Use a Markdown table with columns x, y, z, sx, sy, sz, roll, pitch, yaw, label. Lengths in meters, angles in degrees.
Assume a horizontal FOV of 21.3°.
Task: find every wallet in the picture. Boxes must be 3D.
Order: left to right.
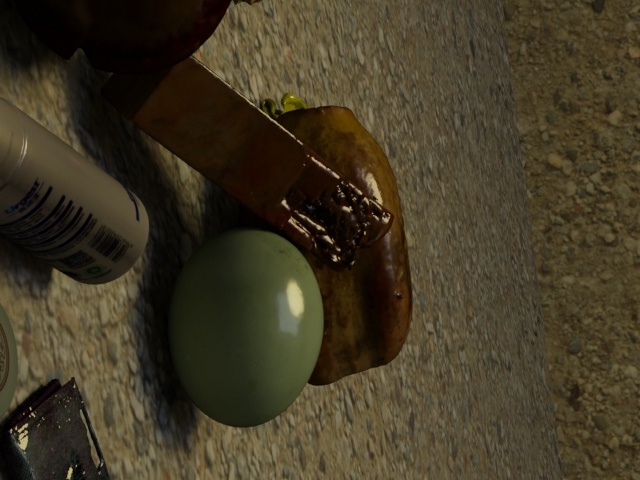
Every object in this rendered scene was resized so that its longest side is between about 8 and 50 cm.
| x | y | z | sx | sy | sz | roll | pitch | yaw | label |
| --- | --- | --- | --- | --- | --- | --- | --- | --- | --- |
| -0.207 | 0.204 | 1.360 | 0.111 | 0.030 | 0.166 | -42 | 120 | -63 | wallet |

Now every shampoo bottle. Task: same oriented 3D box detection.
| x | y | z | sx | sy | sz | roll | pitch | yaw | label |
| --- | --- | --- | --- | --- | --- | --- | --- | --- | --- |
| -0.238 | -0.051 | 1.302 | 0.303 | 0.092 | 0.092 | 41 | 43 | -61 | shampoo bottle |

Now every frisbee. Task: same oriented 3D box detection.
| x | y | z | sx | sy | sz | roll | pitch | yaw | label |
| --- | --- | --- | --- | --- | --- | --- | --- | --- | --- |
| -0.258 | 0.086 | 1.290 | 0.110 | 0.014 | 0.110 | -10 | 90 | -72 | frisbee |

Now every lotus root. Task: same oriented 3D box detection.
| x | y | z | sx | sy | sz | roll | pitch | yaw | label |
| --- | --- | --- | --- | --- | --- | --- | --- | --- | --- |
| 0.001 | -0.002 | 1.830 | 0.193 | 0.193 | 0.291 | -39 | 122 | -69 | lotus root |

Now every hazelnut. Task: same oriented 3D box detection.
| x | y | z | sx | sy | sz | roll | pitch | yaw | label |
| --- | --- | --- | --- | --- | --- | --- | --- | --- | --- |
| -0.166 | -0.258 | 1.439 | 0.218 | 0.218 | 0.234 | -64 | 140 | -60 | hazelnut |

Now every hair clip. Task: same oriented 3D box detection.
| x | y | z | sx | sy | sz | roll | pitch | yaw | label |
| --- | --- | --- | --- | --- | --- | --- | --- | --- | --- |
| -0.041 | -0.085 | 1.959 | 0.072 | 0.046 | 0.173 | 39 | 43 | -59 | hair clip |

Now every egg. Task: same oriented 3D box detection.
| x | y | z | sx | sy | sz | roll | pitch | yaw | label |
| --- | --- | --- | --- | --- | --- | --- | --- | --- | --- |
| -0.072 | 0.082 | 1.625 | 0.149 | 0.149 | 0.192 | 29 | 63 | -67 | egg |

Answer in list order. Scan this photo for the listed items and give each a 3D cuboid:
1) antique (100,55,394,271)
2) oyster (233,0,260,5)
| x | y | z | sx | sy | sz | roll | pitch | yaw | label |
| --- | --- | --- | --- | --- | --- | --- | --- | --- | --- |
| -0.061 | -0.077 | 1.625 | 0.310 | 0.087 | 0.093 | 37 | 2 | -33 | antique |
| -0.114 | -0.372 | 1.760 | 0.337 | 0.133 | 0.197 | -79 | 150 | -51 | oyster |
